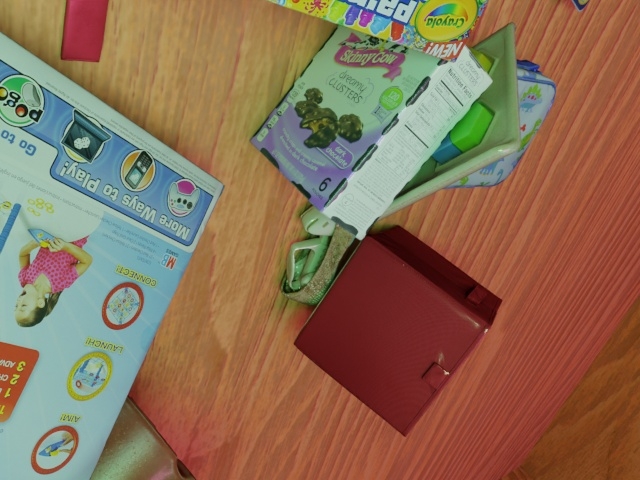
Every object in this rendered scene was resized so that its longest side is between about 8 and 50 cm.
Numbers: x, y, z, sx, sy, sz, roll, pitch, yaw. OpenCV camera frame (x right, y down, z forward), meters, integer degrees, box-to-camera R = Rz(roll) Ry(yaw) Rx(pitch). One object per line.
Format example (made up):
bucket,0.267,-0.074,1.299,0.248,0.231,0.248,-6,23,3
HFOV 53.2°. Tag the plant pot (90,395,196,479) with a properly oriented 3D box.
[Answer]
plant pot,-0.282,0.289,0.672,0.265,0.272,0.272,-39,145,-22

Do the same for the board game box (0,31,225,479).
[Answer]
board game box,-0.250,0.023,0.475,0.308,0.086,0.302,36,75,-54

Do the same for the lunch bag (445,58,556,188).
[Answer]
lunch bag,0.203,-0.160,0.840,0.219,0.090,0.176,-7,131,-42

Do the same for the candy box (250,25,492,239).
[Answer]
candy box,0.042,-0.128,0.638,0.196,0.165,0.070,-51,134,7

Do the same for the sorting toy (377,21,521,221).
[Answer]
sorting toy,0.115,-0.123,0.664,0.038,0.208,0.193,38,136,-26

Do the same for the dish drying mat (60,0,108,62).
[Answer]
dish drying mat,-0.183,-0.180,0.499,0.032,0.008,0.083,-8,132,-40

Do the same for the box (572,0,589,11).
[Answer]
box,0.363,-0.415,0.792,0.136,0.036,0.225,17,111,-51

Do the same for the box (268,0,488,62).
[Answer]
box,0.020,-0.309,0.432,0.289,0.177,0.279,-2,127,-44

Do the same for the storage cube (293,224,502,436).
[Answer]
storage cube,0.111,0.114,0.887,0.215,0.193,0.183,-56,167,17

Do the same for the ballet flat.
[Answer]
ballet flat,0.000,0.000,0.818,0.067,0.073,0.206,4,120,-30
